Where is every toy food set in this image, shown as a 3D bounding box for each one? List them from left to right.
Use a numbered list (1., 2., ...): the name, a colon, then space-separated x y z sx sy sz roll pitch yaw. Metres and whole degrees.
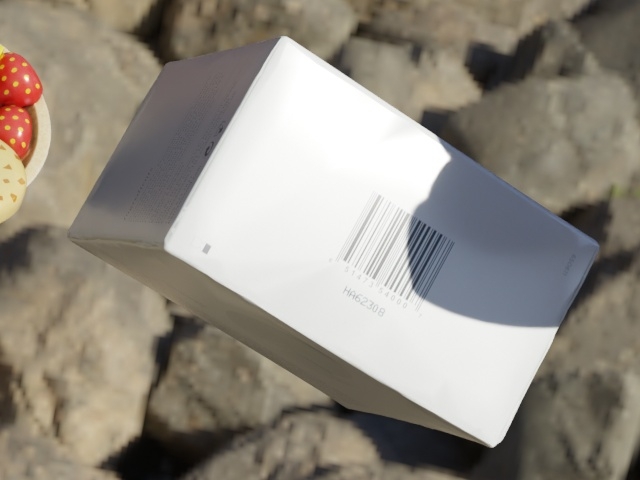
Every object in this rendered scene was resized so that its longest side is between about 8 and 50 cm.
1. toy food set: -0.130 -0.044 0.650 0.082 0.020 0.083 27 51 -7

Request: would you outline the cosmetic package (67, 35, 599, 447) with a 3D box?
1. cosmetic package: 0.000 0.000 1.139 0.224 0.138 0.225 32 -11 -19
